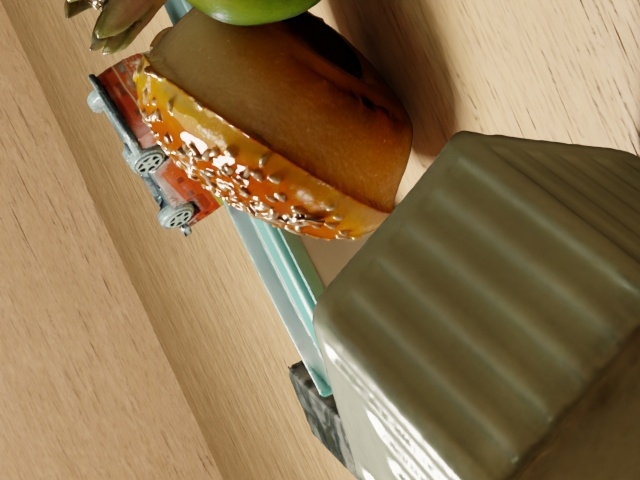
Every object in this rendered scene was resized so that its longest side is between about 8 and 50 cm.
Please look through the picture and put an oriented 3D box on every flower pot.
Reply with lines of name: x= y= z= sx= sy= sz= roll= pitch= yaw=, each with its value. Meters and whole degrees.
flower pot: x=0.134 y=0.078 z=0.794 sx=0.189 sy=0.209 sz=0.239 roll=44 pitch=155 yaw=54

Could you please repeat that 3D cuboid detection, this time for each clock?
clock: x=0.000 y=0.000 z=1.409 sx=0.262 sy=0.116 sz=0.231 roll=64 pitch=172 yaw=6

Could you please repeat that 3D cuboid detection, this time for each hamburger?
hamburger: x=-0.032 y=-0.088 z=1.157 sx=0.237 sy=0.147 sz=0.237 roll=34 pitch=-163 yaw=-12

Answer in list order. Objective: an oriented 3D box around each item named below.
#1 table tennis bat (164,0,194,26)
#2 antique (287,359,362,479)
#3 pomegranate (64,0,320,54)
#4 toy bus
table tennis bat: x=-0.127 y=-0.214 z=1.643 sx=0.237 sy=0.038 sz=0.149 roll=58 pitch=168 yaw=39
antique: x=0.046 y=0.175 z=1.579 sx=0.183 sy=0.086 sz=0.088 roll=36 pitch=150 yaw=63
pomegranate: x=-0.075 y=-0.212 z=1.029 sx=0.187 sy=0.225 sz=0.187 roll=46 pitch=171 yaw=9
toy bus: x=-0.165 y=-0.115 z=1.725 sx=0.121 sy=0.120 sz=0.265 roll=58 pitch=176 yaw=23
